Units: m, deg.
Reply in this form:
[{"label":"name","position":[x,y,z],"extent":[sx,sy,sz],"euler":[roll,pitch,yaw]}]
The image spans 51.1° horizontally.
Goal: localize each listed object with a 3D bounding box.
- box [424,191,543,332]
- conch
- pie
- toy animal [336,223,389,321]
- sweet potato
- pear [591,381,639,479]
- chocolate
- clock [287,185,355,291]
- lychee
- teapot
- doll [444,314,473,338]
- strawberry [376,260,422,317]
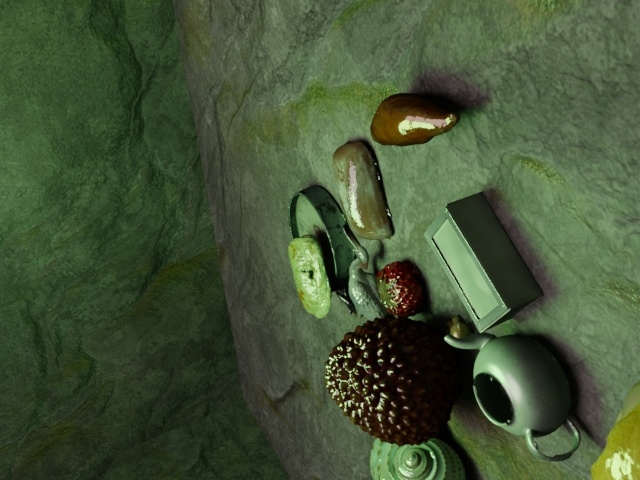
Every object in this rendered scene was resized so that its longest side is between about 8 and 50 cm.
[{"label":"box","position":[0.299,0.043,1.261],"extent":[0.225,0.086,0.129],"euler":[63,157,19]},{"label":"conch","position":[0.233,0.595,1.725],"extent":[0.319,0.215,0.303],"euler":[96,158,-45]},{"label":"pie","position":[-0.033,0.107,1.941],"extent":[0.201,0.090,0.248],"euler":[176,79,-72]},{"label":"toy animal","position":[0.113,0.126,1.761],"extent":[0.195,0.090,0.324],"euler":[42,154,30]},{"label":"sweet potato","position":[0.167,-0.238,1.320],"extent":[0.359,0.112,0.112],"euler":[-161,55,-68]},{"label":"pear","position":[0.465,0.288,0.829],"extent":[0.271,0.271,0.271],"euler":[50,151,43]},{"label":"chocolate","position":[0.087,-0.114,1.651],"extent":[0.161,0.083,0.261],"euler":[3,111,69]},{"label":"clock","position":[0.000,0.000,1.984],"extent":[0.325,0.067,0.325],"euler":[50,151,42]},{"label":"lychee","position":[0.171,0.315,1.520],"extent":[0.306,0.330,0.306],"euler":[-171,90,-79]},{"label":"teapot","position":[0.362,0.272,1.235],"extent":[0.294,0.129,0.193],"euler":[58,156,32]},{"label":"doll","position":[0.290,0.194,1.456],"extent":[0.093,0.051,0.061],"euler":[13,94,62]},{"label":"strawberry","position":[0.186,0.120,1.602],"extent":[0.145,0.086,0.145],"euler":[47,146,45]}]
